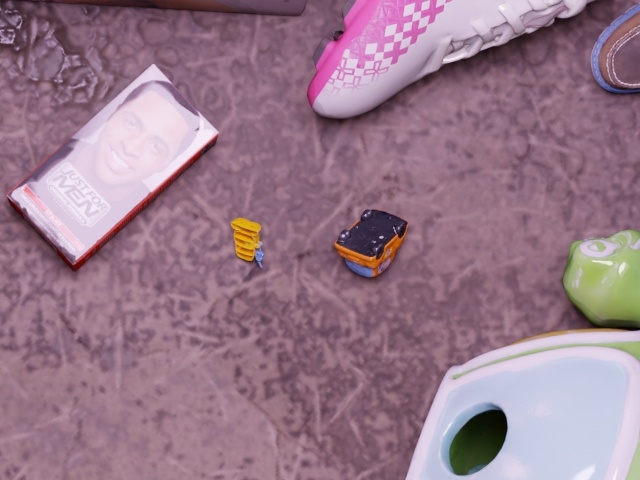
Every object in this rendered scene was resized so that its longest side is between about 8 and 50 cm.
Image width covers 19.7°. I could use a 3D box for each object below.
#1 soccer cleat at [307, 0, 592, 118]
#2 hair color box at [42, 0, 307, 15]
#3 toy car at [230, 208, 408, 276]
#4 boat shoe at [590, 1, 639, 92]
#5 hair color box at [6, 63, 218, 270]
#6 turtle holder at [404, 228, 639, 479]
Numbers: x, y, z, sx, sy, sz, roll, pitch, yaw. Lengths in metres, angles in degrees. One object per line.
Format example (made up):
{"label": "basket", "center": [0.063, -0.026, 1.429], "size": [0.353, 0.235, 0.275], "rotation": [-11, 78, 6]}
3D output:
{"label": "soccer cleat", "center": [0.133, -0.189, 1.297], "size": [0.143, 0.116, 0.331], "rotation": [42, 97, 2]}
{"label": "hair color box", "center": [-0.167, -0.229, 1.260], "size": [0.339, 0.185, 0.110], "rotation": [4, 84, -6]}
{"label": "toy car", "center": [0.000, 0.000, 1.337], "size": [0.122, 0.060, 0.040], "rotation": [10, 126, 11]}
{"label": "boat shoe", "center": [0.289, -0.156, 1.355], "size": [0.183, 0.066, 0.066], "rotation": [-23, 108, -8]}
{"label": "hair color box", "center": [-0.148, -0.052, 1.313], "size": [0.141, 0.043, 0.072], "rotation": [-44, 89, -10]}
{"label": "turtle holder", "center": [0.185, 0.148, 1.230], "size": [0.227, 0.243, 0.320], "rotation": [16, 90, 13]}
